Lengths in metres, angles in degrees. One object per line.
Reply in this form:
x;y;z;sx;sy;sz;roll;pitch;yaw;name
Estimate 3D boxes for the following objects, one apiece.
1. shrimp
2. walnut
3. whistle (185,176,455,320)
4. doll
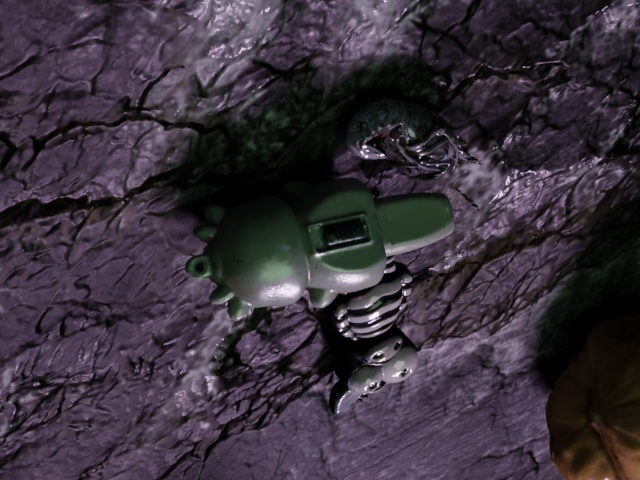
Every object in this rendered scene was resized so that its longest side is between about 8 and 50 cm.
0.089;-0.084;1.439;0.165;0.056;0.065;23;95;-36;shrimp
0.376;0.196;1.795;0.257;0.257;0.224;13;150;-43;walnut
0.000;-0.001;1.411;0.253;0.106;0.101;-14;117;-21;whistle
0.048;0.086;1.554;0.091;0.067;0.219;-26;140;-22;doll
